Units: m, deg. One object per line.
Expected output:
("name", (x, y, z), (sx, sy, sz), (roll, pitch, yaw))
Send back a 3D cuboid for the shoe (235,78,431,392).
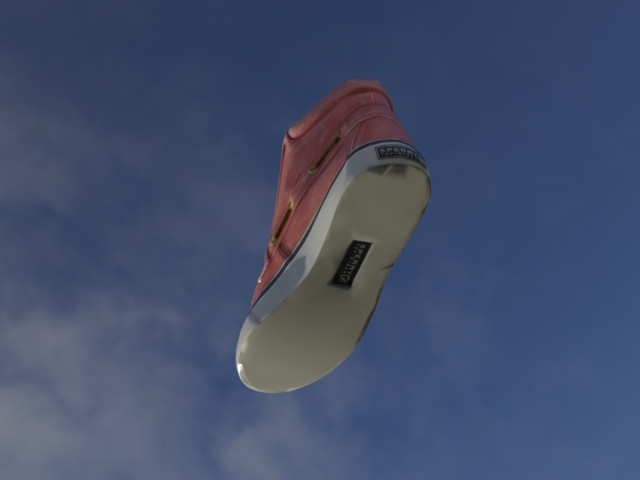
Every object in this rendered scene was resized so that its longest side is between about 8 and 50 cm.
("shoe", (0.000, 0.000, 0.587), (0.063, 0.081, 0.178), (12, -53, -24))
